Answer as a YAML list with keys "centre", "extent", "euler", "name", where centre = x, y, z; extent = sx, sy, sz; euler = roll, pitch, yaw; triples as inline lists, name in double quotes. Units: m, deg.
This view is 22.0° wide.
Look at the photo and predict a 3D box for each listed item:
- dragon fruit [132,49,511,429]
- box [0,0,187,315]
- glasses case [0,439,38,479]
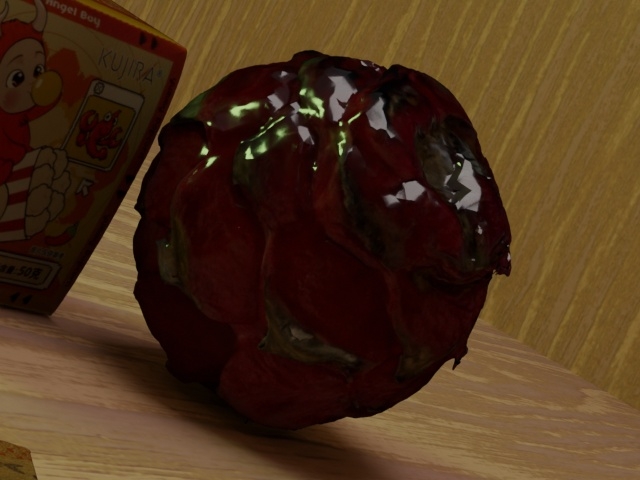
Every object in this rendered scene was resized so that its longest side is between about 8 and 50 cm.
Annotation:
- centre: [-0.001, -0.003, 1.350]
  extent: [0.329, 0.329, 0.329]
  euler: [26, 6, -3]
  name: "dragon fruit"
- centre: [-0.300, -0.112, 1.283]
  extent: [0.214, 0.260, 0.283]
  euler: [32, 9, 34]
  name: "box"
- centre: [-0.218, 0.110, 0.796]
  extent: [0.170, 0.041, 0.065]
  euler: [24, 18, -30]
  name: "glasses case"
